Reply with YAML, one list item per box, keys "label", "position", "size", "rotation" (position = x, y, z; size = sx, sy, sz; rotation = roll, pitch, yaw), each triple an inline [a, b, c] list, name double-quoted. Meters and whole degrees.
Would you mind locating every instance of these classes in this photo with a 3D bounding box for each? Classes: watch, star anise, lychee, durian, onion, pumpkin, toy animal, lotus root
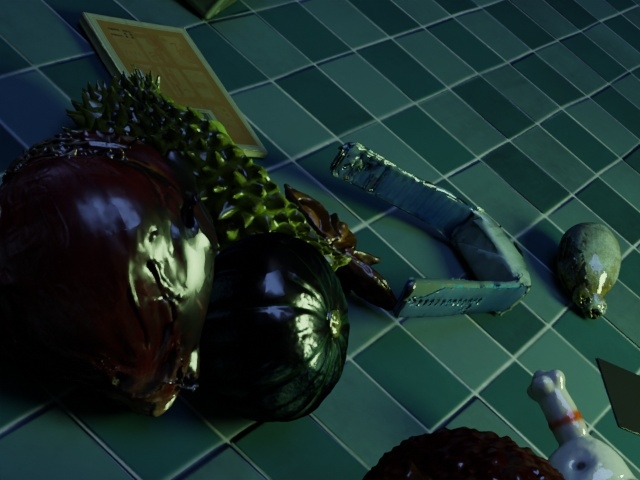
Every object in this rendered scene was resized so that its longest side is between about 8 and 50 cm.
- label: "watch"
  position: [0.156, 0.021, 1.810]
  size: [0.275, 0.068, 0.276]
  rotation: [28, 28, -37]
- label: "star anise"
  position: [0.002, -0.003, 1.748]
  size: [0.212, 0.053, 0.157]
  rotation: [19, 38, -19]
- label: "lychee"
  position: [0.120, 0.292, 1.272]
  size: [0.261, 0.260, 0.260]
  rotation: [25, 32, -17]
- label: "durian"
  position: [-0.145, -0.058, 1.633]
  size: [0.355, 0.157, 0.169]
  rotation: [42, 8, 13]
- label: "onion"
  position: [-0.207, 0.009, 1.377]
  size: [0.281, 0.221, 0.281]
  rotation: [56, 13, -20]
- label: "pumpkin"
  position: [-0.046, 0.083, 1.463]
  size: [0.150, 0.194, 0.194]
  rotation: [8, 32, 2]
- label: "toy animal"
  position: [0.290, 0.278, 1.568]
  size: [0.282, 0.140, 0.138]
  rotation: [44, 23, 8]
- label: "lotus root"
  position: [0.365, 0.035, 2.039]
  size: [0.088, 0.088, 0.165]
  rotation: [27, 41, -14]

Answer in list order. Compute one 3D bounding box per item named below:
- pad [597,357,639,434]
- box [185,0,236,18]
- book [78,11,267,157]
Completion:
- label: "pad"
  position: [0.445, 0.225, 1.923]
  size: [0.190, 0.004, 0.127]
  rotation: [22, 33, -20]
- label: "box"
  position: [-0.136, -0.412, 2.100]
  size: [0.129, 0.148, 0.210]
  rotation: [44, 32, -1]
- label: "book"
  position: [-0.184, -0.193, 1.866]
  size: [0.170, 0.018, 0.241]
  rotation: [2, 44, -45]
